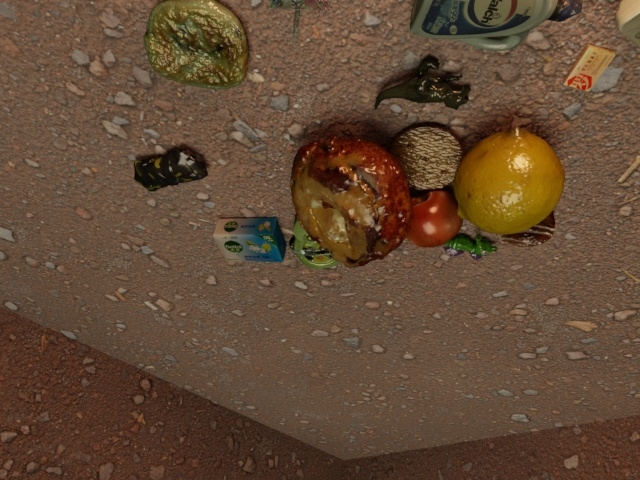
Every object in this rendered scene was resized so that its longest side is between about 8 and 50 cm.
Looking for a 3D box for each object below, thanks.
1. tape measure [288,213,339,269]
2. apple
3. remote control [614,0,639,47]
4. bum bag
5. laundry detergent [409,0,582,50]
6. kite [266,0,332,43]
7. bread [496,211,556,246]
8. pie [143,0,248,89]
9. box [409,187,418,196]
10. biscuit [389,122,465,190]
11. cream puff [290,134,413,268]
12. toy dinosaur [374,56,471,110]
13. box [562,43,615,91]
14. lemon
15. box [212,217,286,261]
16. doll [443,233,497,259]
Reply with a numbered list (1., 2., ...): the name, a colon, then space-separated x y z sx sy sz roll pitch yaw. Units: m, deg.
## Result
1. tape measure: 0.000 0.000 1.607 0.200 0.106 0.175 18 128 -13
2. apple: 0.289 -0.062 1.415 0.163 0.163 0.139 -16 128 30
3. remote control: 0.607 -0.382 0.959 0.230 0.049 0.090 7 151 -38
4. bum bag: -0.427 -0.194 1.496 0.232 0.060 0.107 -10 129 22
5. laundry detergent: 0.320 -0.429 0.974 0.280 0.105 0.215 10 156 -5
6. kite: -0.043 -0.468 1.095 0.137 0.005 0.153 5 143 8
7. bread: 0.539 -0.052 1.433 0.160 0.073 0.160 6 146 4
8. pie: -0.266 -0.418 1.174 0.240 0.054 0.240 5 141 4
9. box: 0.244 -0.148 1.419 0.048 0.025 0.115 26 140 -20
10. biscuit: 0.259 -0.204 1.324 0.187 0.027 0.188 9 133 9
11. cream puff: 0.086 -0.110 1.326 0.350 0.228 0.350 36 150 25
12. toy dinosaur: 0.225 -0.300 1.180 0.187 0.087 0.179 21 140 -11
13. box: 0.544 -0.349 1.096 0.058 0.015 0.093 15 142 -3
14. lemon: 0.423 -0.129 1.238 0.228 0.228 0.253 21 145 -14
15. box: -0.217 0.000 1.681 0.194 0.073 0.139 0 142 14
16. doll: 0.417 0.008 1.560 0.190 0.050 0.115 13 146 0
